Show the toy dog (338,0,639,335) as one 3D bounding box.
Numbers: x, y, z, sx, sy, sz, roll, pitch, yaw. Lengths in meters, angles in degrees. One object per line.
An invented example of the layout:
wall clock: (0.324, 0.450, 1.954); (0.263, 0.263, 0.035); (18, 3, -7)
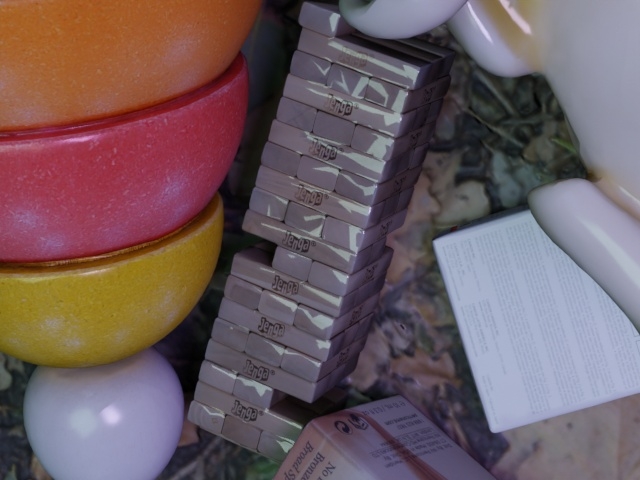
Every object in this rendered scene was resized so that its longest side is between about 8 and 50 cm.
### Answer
toy dog: (0.231, -0.085, 0.923); (0.285, 0.395, 0.408); (-30, 114, 14)

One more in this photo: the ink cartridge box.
ink cartridge box: (0.182, 0.039, 1.131); (0.179, 0.045, 0.145); (-17, 94, 7)

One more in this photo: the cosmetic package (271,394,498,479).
cosmetic package: (0.094, 0.259, 1.124); (0.296, 0.129, 0.153); (39, 113, 24)

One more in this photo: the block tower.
block tower: (0.000, 0.000, 1.164); (0.097, 0.091, 0.335); (21, 109, 18)

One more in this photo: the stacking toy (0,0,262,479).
stacking toy: (-0.178, -0.037, 1.138); (0.351, 0.350, 0.479); (7, 116, 22)
